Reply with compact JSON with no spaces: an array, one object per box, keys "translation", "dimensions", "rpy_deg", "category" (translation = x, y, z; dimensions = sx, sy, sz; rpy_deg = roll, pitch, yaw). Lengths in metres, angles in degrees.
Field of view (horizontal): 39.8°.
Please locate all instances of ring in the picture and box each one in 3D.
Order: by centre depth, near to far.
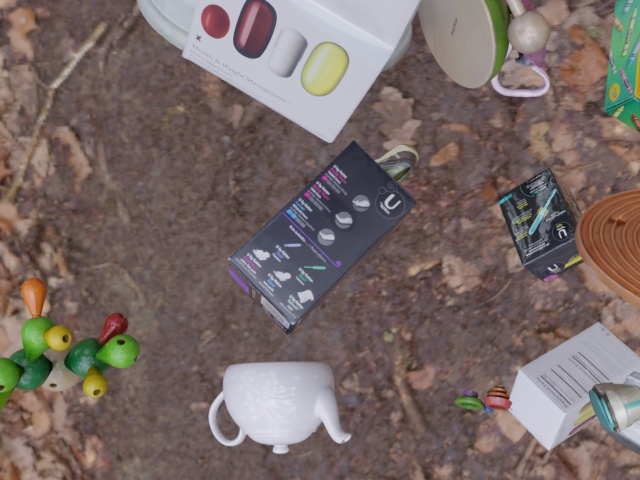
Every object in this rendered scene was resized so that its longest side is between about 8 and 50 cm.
[{"translation":[0.377,0.030,0.719],"dimensions":[0.337,0.336,0.032],"rpy_deg":[18,119,26],"category":"ring"}]

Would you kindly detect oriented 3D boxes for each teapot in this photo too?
[{"translation":[-0.091,0.352,1.859],"dimensions":[0.256,0.252,0.187],"rpy_deg":[149,121,-71],"category":"teapot"}]

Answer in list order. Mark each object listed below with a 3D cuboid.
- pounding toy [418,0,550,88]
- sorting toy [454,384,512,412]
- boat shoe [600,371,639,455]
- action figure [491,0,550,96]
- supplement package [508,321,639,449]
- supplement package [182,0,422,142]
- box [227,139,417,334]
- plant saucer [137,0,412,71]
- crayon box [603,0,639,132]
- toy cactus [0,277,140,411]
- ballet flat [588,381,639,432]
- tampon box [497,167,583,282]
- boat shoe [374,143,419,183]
[{"translation":[0.235,-0.316,1.193],"dimensions":[0.183,0.110,0.237],"rpy_deg":[66,163,-4],"category":"pounding toy"},{"translation":[0.287,0.271,1.539],"dimensions":[0.102,0.061,0.042],"rpy_deg":[-2,63,30],"category":"sorting toy"},{"translation":[0.552,0.295,1.211],"dimensions":[0.320,0.118,0.103],"rpy_deg":[26,79,29],"category":"boat shoe"},{"translation":[0.369,-0.489,1.797],"dimensions":[0.248,0.370,0.275],"rpy_deg":[-3,71,2],"category":"action figure"},{"translation":[0.532,0.303,1.854],"dimensions":[0.134,0.244,0.139],"rpy_deg":[46,147,34],"category":"supplement package"},{"translation":[-0.012,-0.241,0.903],"dimensions":[0.194,0.149,0.203],"rpy_deg":[29,155,-5],"category":"supplement package"},{"translation":[0.000,0.000,1.385],"dimensions":[0.143,0.165,0.270],"rpy_deg":[45,79,4],"category":"box"},{"translation":[-0.056,-0.367,1.245],"dimensions":[0.400,0.400,0.100],"rpy_deg":[33,135,20],"category":"plant saucer"},{"translation":[0.656,-0.346,1.741],"dimensions":[0.081,0.165,0.278],"rpy_deg":[-27,44,56],"category":"crayon box"},{"translation":[-0.261,0.107,0.801],"dimensions":[0.219,0.180,0.112],"rpy_deg":[-21,82,6],"category":"toy cactus"},{"translation":[0.329,0.179,0.958],"dimensions":[0.052,0.168,0.057],"rpy_deg":[-21,81,8],"category":"ballet flat"},{"translation":[0.427,-0.027,1.662],"dimensions":[0.120,0.101,0.161],"rpy_deg":[-31,52,25],"category":"tampon box"},{"translation":[0.141,-0.149,2.111],"dimensions":[0.080,0.073,0.223],"rpy_deg":[43,129,-18],"category":"boat shoe"}]
